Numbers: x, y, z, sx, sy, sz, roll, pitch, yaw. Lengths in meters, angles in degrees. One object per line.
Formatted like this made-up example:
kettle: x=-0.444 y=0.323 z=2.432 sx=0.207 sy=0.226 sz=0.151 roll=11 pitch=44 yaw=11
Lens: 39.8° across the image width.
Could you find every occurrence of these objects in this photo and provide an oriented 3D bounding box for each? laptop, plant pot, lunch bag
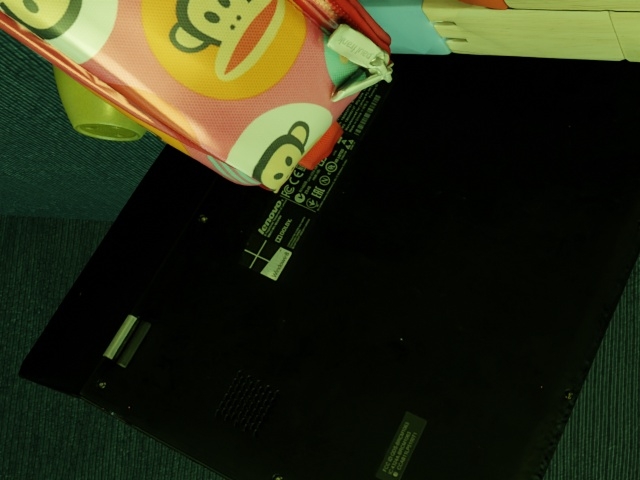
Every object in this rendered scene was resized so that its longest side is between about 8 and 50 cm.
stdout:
laptop: x=0.000 y=0.000 z=0.671 sx=0.408 sy=0.382 sz=0.236 roll=25 pitch=162 yaw=12
plant pot: x=-0.213 y=-0.156 z=0.904 sx=0.134 sy=0.095 sz=0.134 roll=5 pitch=172 yaw=1
lunch bag: x=-0.088 y=-0.124 z=0.458 sx=0.258 sy=0.120 sz=0.293 roll=36 pitch=-176 yaw=-22

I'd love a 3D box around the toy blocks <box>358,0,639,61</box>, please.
toy blocks: x=0.071 y=-0.184 z=0.350 sx=0.261 sy=0.190 sz=0.381 roll=10 pitch=166 yaw=31
